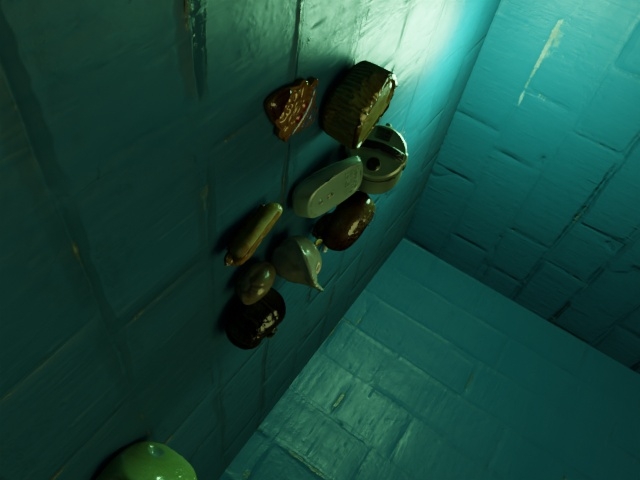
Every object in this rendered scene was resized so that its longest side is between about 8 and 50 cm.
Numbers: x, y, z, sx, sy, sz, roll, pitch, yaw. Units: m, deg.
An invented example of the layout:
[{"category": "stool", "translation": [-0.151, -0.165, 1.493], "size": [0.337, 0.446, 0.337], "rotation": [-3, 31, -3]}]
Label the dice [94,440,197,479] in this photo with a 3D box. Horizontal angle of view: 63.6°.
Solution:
[{"category": "dice", "translation": [-0.545, 0.790, 1.574], "size": [0.251, 0.255, 0.250], "rotation": [-62, 167, 6]}]

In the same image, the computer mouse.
[{"category": "computer mouse", "translation": [0.018, -0.183, 1.716], "size": [0.288, 0.097, 0.159], "rotation": [-36, 146, -26]}]

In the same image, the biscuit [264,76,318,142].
[{"category": "biscuit", "translation": [-0.066, -0.338, 1.326], "size": [0.183, 0.043, 0.280], "rotation": [-66, 166, 14]}]

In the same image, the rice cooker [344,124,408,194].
[{"category": "rice cooker", "translation": [0.200, -0.297, 1.879], "size": [0.226, 0.226, 0.244], "rotation": [-56, 171, -8]}]

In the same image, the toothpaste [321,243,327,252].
[{"category": "toothpaste", "translation": [0.047, -0.032, 2.272], "size": [0.048, 0.031, 0.190], "rotation": [-20, 136, -61]}]

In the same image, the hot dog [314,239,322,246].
[{"category": "hot dog", "translation": [0.000, 0.000, 2.197], "size": [0.083, 0.021, 0.037], "rotation": [-47, 162, -31]}]

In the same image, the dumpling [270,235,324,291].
[{"category": "dumpling", "translation": [-0.060, 0.089, 1.796], "size": [0.175, 0.227, 0.243], "rotation": [-47, 172, 17]}]

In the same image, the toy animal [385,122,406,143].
[{"category": "toy animal", "translation": [0.213, -0.348, 2.070], "size": [0.251, 0.127, 0.125], "rotation": [-42, 178, -13]}]

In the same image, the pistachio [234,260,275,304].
[{"category": "pistachio", "translation": [-0.201, 0.129, 1.644], "size": [0.185, 0.108, 0.126], "rotation": [-52, 142, -50]}]

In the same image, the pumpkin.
[{"category": "pumpkin", "translation": [-0.214, 0.265, 1.755], "size": [0.238, 0.159, 0.238], "rotation": [-54, 180, -1]}]

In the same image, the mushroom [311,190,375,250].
[{"category": "mushroom", "translation": [0.098, -0.067, 1.999], "size": [0.278, 0.163, 0.297], "rotation": [-40, 179, 25]}]

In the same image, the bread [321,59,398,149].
[{"category": "bread", "translation": [0.117, -0.411, 1.554], "size": [0.253, 0.143, 0.227], "rotation": [-57, 164, -17]}]

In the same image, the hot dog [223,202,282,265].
[{"category": "hot dog", "translation": [-0.193, -0.022, 1.435], "size": [0.102, 0.076, 0.249], "rotation": [-32, -160, 54]}]
